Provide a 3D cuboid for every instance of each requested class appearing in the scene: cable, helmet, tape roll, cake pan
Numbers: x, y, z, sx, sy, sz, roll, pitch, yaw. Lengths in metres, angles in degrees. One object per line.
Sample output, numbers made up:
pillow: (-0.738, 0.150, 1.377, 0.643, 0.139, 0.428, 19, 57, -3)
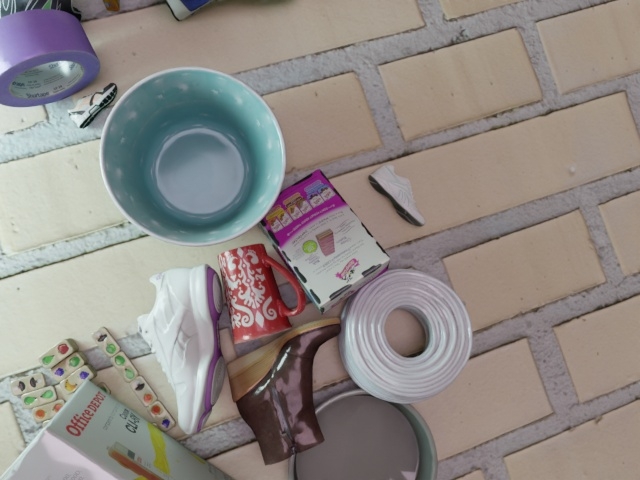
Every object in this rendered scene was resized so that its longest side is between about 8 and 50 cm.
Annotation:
cable: (0.165, 0.183, 1.042, 0.257, 0.089, 0.257, 24, 70, -3)
helmet: (-0.524, -0.440, 0.961, 0.170, 0.161, 0.169, 1, 85, -10)
tape roll: (-0.495, -0.315, 0.943, 0.189, 0.189, 0.080, -27, 91, -11)
cake pan: (0.081, 0.433, 1.045, 0.293, 0.054, 0.293, 1, 85, -9)

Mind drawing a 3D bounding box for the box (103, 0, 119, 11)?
box: (-0.404, -0.524, 1.030, 0.028, 0.081, 0.136, -2, 85, -9)

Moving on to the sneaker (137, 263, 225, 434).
sneaker: (-0.257, 0.198, 0.996, 0.152, 0.114, 0.305, -2, 81, 4)

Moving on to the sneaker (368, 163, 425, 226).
sneaker: (0.169, -0.094, 1.105, 0.061, 0.054, 0.152, -42, 92, -13)

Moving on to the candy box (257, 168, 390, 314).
candy box: (0.000, 0.000, 1.024, 0.159, 0.071, 0.233, -32, 70, -10)

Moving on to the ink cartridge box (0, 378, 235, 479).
ink cartridge box: (-0.293, 0.419, 0.856, 0.385, 0.279, 0.160, 38, 82, -9)

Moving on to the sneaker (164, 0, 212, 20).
sneaker: (-0.213, -0.518, 1.043, 0.316, 0.182, 0.127, -13, 89, -40)

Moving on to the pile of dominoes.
pile of dominoes: (-0.419, 0.301, 0.981, 0.196, 0.040, 0.251, -37, 91, -11)

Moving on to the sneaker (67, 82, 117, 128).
sneaker: (-0.434, -0.265, 1.024, 0.044, 0.040, 0.109, 43, 80, -2)

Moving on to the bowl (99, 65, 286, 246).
bowl: (-0.224, -0.137, 0.987, 0.312, 0.163, 0.311, 1, 84, -9)

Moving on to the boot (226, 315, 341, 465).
boot: (-0.037, 0.276, 1.008, 0.249, 0.090, 0.206, -27, 79, 0)

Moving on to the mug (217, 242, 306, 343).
mug: (-0.112, 0.093, 1.016, 0.150, 0.113, 0.169, -16, 84, -6)
